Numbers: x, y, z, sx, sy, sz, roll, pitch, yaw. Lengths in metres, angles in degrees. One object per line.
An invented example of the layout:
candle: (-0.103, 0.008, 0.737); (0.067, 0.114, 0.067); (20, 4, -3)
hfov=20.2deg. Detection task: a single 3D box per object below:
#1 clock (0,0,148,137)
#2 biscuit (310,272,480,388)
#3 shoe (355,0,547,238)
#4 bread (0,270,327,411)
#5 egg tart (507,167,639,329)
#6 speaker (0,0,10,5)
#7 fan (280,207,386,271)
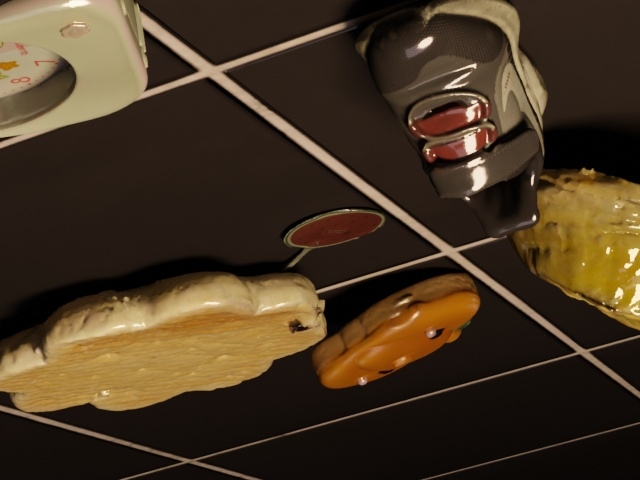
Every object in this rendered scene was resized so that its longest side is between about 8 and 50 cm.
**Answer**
clock: (-0.193, -0.105, 0.958); (0.191, 0.062, 0.151); (-11, 162, 0)
biscuit: (0.079, 0.090, 1.657); (0.170, 0.050, 0.170); (-25, 164, -8)
shoe: (0.096, -0.076, 1.139); (0.099, 0.112, 0.227); (-16, 163, 16)
bread: (-0.138, 0.088, 1.571); (0.316, 0.054, 0.316); (-12, 164, -3)
egg tart: (0.239, 0.018, 1.387); (0.231, 0.098, 0.252); (16, 170, 43)
speaker: (-0.231, -0.187, 0.617); (0.180, 0.184, 0.388); (-19, 171, 26)
fan: (0.000, 0.000, 1.472); (0.085, 0.005, 0.133); (-2, 159, -32)
